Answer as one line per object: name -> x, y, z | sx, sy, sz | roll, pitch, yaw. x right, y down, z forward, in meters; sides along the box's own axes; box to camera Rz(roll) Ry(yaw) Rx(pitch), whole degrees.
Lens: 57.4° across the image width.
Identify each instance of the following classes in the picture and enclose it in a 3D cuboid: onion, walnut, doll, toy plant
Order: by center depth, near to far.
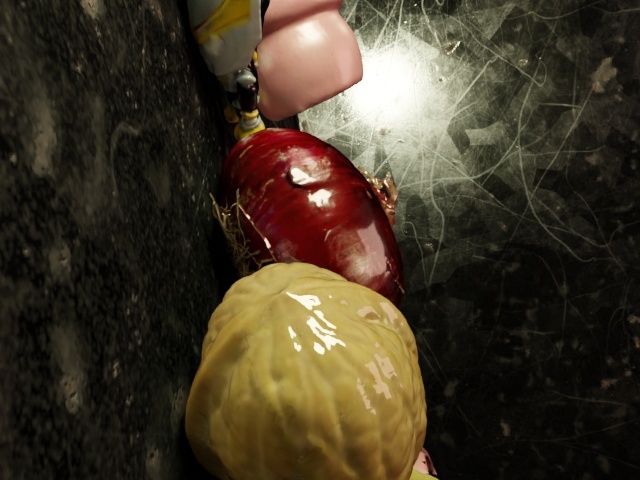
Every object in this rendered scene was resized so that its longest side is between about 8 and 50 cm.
walnut -> -0.011, 0.140, 0.527 | 0.225, 0.224, 0.261 | -94, 173, -52
onion -> 0.000, 0.000, 0.747 | 0.314, 0.232, 0.314 | 62, -11, 22
doll -> -0.115, -0.275, 0.758 | 0.316, 0.103, 0.146 | 88, 2, -52
toy plant -> -0.068, -0.368, 0.872 | 0.317, 0.210, 0.357 | -108, -179, -74

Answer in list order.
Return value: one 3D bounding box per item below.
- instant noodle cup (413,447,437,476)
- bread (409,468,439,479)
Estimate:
instant noodle cup -> 0.038, 0.422, 0.836 | 0.244, 0.243, 0.255 | -67, 157, -84
bread -> 0.026, 0.417, 0.515 | 0.341, 0.210, 0.301 | -80, -165, -63
